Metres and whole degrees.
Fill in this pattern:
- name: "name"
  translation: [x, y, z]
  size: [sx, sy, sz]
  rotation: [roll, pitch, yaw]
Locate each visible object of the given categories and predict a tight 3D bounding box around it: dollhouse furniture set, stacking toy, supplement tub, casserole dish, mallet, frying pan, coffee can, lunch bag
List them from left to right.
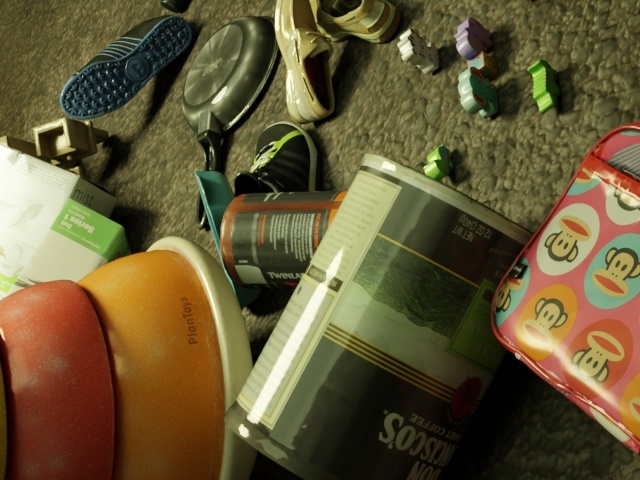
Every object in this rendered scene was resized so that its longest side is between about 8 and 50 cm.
- name: "stacking toy"
  translation: [-0.334, 0.169, 1.421]
  size: [0.350, 0.479, 0.351]
  rotation: [-2, 87, 64]
- name: "dollhouse furniture set"
  translation: [-0.434, 0.027, 2.136]
  size: [0.303, 0.174, 0.356]
  rotation: [-16, 80, 21]
- name: "mallet"
  translation: [-0.177, -0.387, 2.104]
  size: [0.189, 0.039, 0.062]
  rotation: [3, 67, 50]
- name: "frying pan"
  translation: [-0.156, -0.174, 1.904]
  size: [0.197, 0.053, 0.326]
  rotation: [7, 69, 57]
- name: "casserole dish"
  translation: [-0.105, -0.003, 1.616]
  size: [0.037, 0.188, 0.114]
  rotation: [-19, 45, -6]
- name: "supplement tub"
  translation: [0.000, 0.000, 1.454]
  size: [0.197, 0.106, 0.106]
  rotation: [-1, 63, 27]
- name: "coffee can"
  translation: [0.064, 0.087, 1.248]
  size: [0.201, 0.201, 0.275]
  rotation: [27, 89, 58]
- name: "stacking toy"
  translation: [0.163, -0.184, 1.455]
  size: [0.167, 0.052, 0.221]
  rotation: [-36, 41, 35]
- name: "lunch bag"
  translation: [0.290, 0.035, 1.062]
  size: [0.258, 0.120, 0.293]
  rotation: [-55, 34, 4]

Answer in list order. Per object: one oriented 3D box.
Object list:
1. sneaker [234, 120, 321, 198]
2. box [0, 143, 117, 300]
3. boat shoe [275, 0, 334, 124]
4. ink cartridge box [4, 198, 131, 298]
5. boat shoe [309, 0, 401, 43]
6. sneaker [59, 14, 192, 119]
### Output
- name: "sneaker"
  translation: [-0.055, -0.073, 1.632]
  size: [0.084, 0.097, 0.235]
  rotation: [-44, 36, 26]
- name: "box"
  translation: [-0.465, -0.017, 1.972]
  size: [0.262, 0.127, 0.231]
  rotation: [21, 83, 23]
- name: "boat shoe"
  translation: [-0.012, -0.230, 1.690]
  size: [0.059, 0.063, 0.170]
  rotation: [-6, 95, 41]
- name: "ink cartridge box"
  translation: [-0.344, 0.079, 1.827]
  size: [0.219, 0.092, 0.160]
  rotation: [-59, -9, -19]
- name: "boat shoe"
  translation: [0.023, -0.290, 1.708]
  size: [0.190, 0.072, 0.068]
  rotation: [15, 78, 57]
- name: "sneaker"
  translation: [-0.298, -0.261, 2.087]
  size: [0.232, 0.081, 0.090]
  rotation: [-36, 19, -13]
